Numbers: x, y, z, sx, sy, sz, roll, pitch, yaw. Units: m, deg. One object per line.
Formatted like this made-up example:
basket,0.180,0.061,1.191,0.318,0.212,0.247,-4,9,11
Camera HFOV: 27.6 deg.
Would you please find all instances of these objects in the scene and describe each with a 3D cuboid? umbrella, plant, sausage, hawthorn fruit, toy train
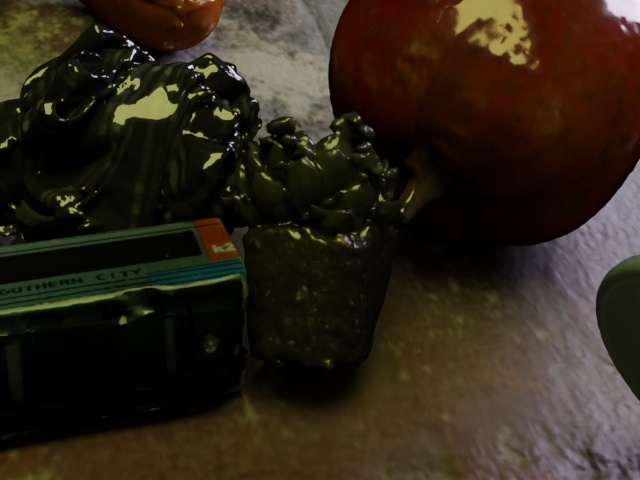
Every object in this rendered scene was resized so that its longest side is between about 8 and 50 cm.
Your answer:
umbrella,-0.207,-0.066,0.813,0.336,0.154,0.128,10,-4,7
plant,0.000,0.000,0.732,0.094,0.143,0.092,2,1,30
sausage,-0.153,-0.213,1.075,0.179,0.089,0.089,33,45,27
hawthorn fruit,0.109,-0.093,0.831,0.215,0.215,0.249,19,46,20
toy train,-0.242,0.061,0.681,0.409,0.086,0.089,-8,36,-15

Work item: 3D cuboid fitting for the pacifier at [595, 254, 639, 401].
pacifier,0.209,0.126,0.560,0.287,0.238,0.226,32,73,31
